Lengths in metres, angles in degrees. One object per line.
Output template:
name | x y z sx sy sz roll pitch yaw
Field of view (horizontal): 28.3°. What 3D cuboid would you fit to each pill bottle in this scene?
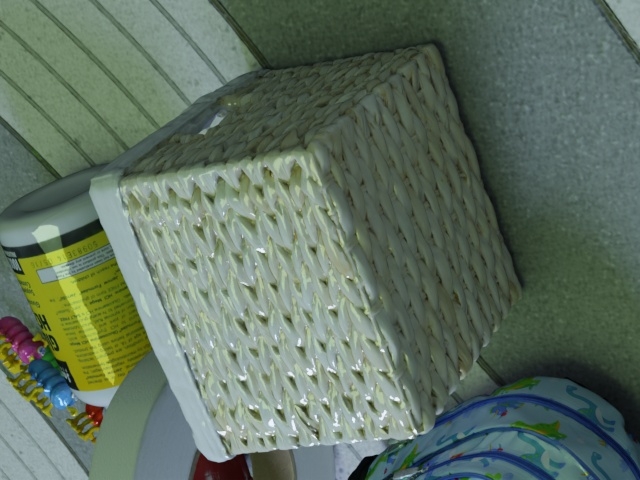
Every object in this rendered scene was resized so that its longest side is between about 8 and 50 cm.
pill bottle | -0.261 0.087 1.605 0.188 0.188 0.334 -7 112 37

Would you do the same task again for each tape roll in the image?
tape roll | -0.116 0.298 1.506 0.072 0.392 0.392 -3 115 36

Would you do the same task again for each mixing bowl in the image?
mixing bowl | -0.185 0.282 1.706 0.181 0.181 0.098 -7 86 36

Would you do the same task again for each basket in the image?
basket | 0.000 0.000 1.294 0.266 0.328 0.331 -10 110 33

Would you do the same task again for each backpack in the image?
backpack | 0.208 0.307 1.410 0.355 0.273 0.290 -40 85 30

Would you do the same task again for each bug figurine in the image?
bug figurine | -0.365 0.198 1.765 0.216 0.072 0.279 40 171 25
